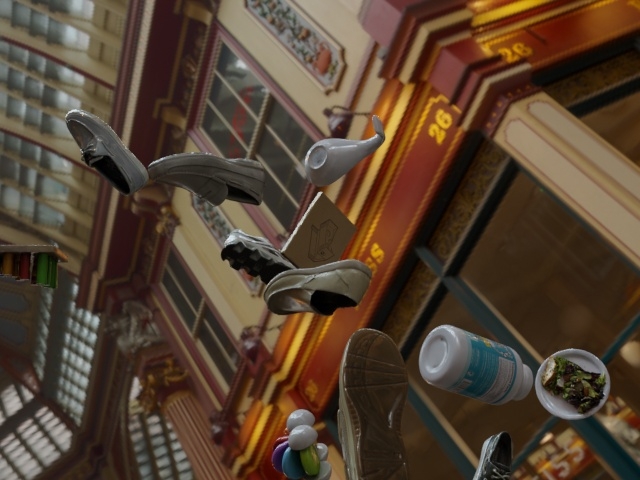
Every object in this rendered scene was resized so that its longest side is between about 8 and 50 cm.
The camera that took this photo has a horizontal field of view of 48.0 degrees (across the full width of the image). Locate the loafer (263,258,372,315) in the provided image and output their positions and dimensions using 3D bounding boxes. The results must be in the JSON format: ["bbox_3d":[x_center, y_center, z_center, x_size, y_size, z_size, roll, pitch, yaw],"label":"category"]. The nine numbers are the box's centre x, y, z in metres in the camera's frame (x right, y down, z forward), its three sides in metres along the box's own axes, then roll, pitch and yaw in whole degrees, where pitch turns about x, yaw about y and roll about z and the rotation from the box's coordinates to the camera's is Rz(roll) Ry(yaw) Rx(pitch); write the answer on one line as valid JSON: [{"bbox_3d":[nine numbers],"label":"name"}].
[{"bbox_3d":[-0.016,0.113,1.513,0.269,0.092,0.102,-21,-48,34],"label":"loafer"}]

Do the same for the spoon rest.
[{"bbox_3d":[0.066,-0.237,1.923,0.276,0.137,0.084,-25,-29,35],"label":"spoon rest"}]

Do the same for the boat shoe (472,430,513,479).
[{"bbox_3d":[0.412,0.554,1.707,0.070,0.078,0.219,120,173,-49],"label":"boat shoe"}]

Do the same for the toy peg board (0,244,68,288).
[{"bbox_3d":[-0.642,0.061,1.551,0.161,0.079,0.161,0,-10,-9],"label":"toy peg board"}]

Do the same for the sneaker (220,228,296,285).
[{"bbox_3d":[-0.152,0.067,2.259,0.330,0.146,0.122,36,-63,-19],"label":"sneaker"}]

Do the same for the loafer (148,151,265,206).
[{"bbox_3d":[-0.249,-0.135,1.652,0.112,0.111,0.319,-16,-11,43],"label":"loafer"}]

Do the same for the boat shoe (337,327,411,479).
[{"bbox_3d":[0.078,0.308,1.220,0.122,0.341,0.110,12,-42,-11],"label":"boat shoe"}]

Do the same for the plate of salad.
[{"bbox_3d":[0.684,0.389,1.964,0.200,0.200,0.048,-42,-42,5],"label":"plate of salad"}]

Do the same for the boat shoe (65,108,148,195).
[{"bbox_3d":[-0.481,-0.192,1.587,0.079,0.227,0.081,-36,14,36],"label":"boat shoe"}]

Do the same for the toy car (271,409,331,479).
[{"bbox_3d":[-0.057,0.529,1.806,0.136,0.182,0.159,-21,-73,0],"label":"toy car"}]

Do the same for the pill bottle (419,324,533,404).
[{"bbox_3d":[0.375,0.303,1.702,0.264,0.146,0.146,22,-62,-25],"label":"pill bottle"}]

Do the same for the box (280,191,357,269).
[{"bbox_3d":[0.000,0.000,1.897,0.164,0.021,0.201,44,-113,-32],"label":"box"}]
